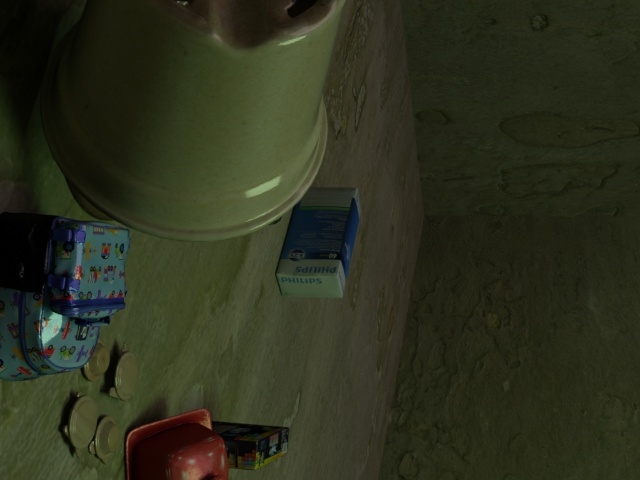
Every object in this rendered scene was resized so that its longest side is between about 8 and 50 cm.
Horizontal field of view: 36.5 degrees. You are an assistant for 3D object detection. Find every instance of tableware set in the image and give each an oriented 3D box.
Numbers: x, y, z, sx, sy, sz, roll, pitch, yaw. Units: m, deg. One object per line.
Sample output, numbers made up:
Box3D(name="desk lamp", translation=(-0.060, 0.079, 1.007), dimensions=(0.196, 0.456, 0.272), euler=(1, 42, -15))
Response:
Box3D(name="tableware set", translation=(-0.277, 0.200, 1.231), dimensions=(0.141, 0.020, 0.169), euler=(64, 31, -57))

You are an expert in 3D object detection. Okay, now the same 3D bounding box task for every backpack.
Box3D(name="backpack", translation=(-0.279, 0.064, 1.023), dimensions=(0.158, 0.117, 0.173), euler=(25, 69, -74))

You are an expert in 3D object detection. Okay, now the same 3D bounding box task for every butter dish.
Box3D(name="butter dish", translation=(-0.180, 0.332, 1.352), dimensions=(0.160, 0.118, 0.160), euler=(-8, 100, -48))

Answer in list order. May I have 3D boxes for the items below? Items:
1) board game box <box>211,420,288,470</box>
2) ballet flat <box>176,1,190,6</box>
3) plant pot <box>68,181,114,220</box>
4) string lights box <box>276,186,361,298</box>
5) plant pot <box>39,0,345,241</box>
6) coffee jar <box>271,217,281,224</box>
Box3D(name="board game box", translation=(-0.140, 0.319, 1.527), dimensions=(0.170, 0.141, 0.048), euler=(16, 78, -76))
Box3D(name="ballet flat", translation=(-0.204, -0.247, 1.377), dimensions=(0.091, 0.077, 0.241), euler=(-22, 112, -76))
Box3D(name="plant pot", translation=(-0.226, -0.143, 1.230), dimensions=(0.237, 0.110, 0.237), euler=(0, 90, -76))
Box3D(name="string lights box", translation=(0.000, 0.000, 2.078), dimensions=(0.077, 0.133, 0.260), euler=(77, 20, -46))
Box3D(name="plant pot", translation=(-0.114, -0.208, 1.000), dimensions=(0.305, 0.334, 0.334), euler=(125, -24, -62))
Box3D(name="coffee jar", translation=(-0.096, -0.124, 1.804), dimensions=(0.096, 0.079, 0.184), euler=(74, 21, -49))
